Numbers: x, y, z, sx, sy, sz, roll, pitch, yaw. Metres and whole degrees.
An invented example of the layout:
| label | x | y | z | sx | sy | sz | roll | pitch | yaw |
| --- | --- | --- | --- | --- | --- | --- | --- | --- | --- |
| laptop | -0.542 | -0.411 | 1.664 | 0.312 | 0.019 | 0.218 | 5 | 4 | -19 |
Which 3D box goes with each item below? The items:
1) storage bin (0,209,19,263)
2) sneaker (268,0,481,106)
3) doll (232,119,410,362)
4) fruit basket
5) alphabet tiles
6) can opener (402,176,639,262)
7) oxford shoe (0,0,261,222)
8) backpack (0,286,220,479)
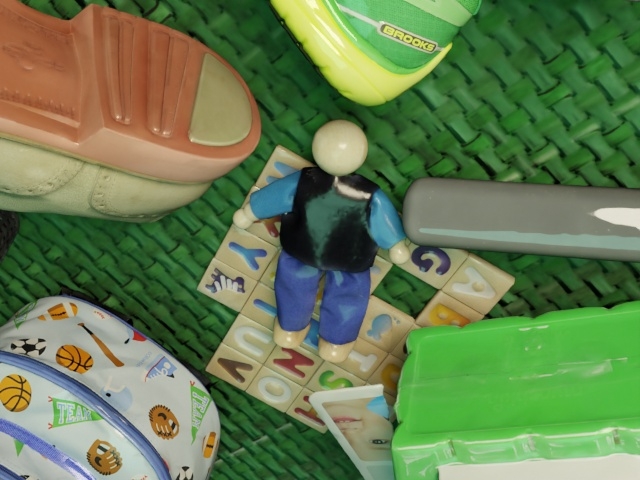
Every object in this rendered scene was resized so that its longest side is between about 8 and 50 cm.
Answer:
| label | x | y | z | sx | sy | sz | roll | pitch | yaw |
| --- | --- | --- | --- | --- | --- | --- | --- | --- | --- |
| storage bin | -0.342 | 0.024 | 0.786 | 0.122 | 0.084 | 0.180 | 34 | 128 | -9 |
| sneaker | -0.014 | -0.218 | 0.519 | 0.124 | 0.109 | 0.295 | -33 | 108 | 1 |
| doll | 0.000 | 0.000 | 0.679 | 0.129 | 0.046 | 0.189 | 17 | 128 | 9 |
| fruit basket | 0.199 | 0.211 | 0.713 | 0.327 | 0.165 | 0.353 | -9 | 125 | 22 |
| alphabet tiles | 0.004 | 0.059 | 0.756 | 0.198 | 0.009 | 0.237 | 29 | 127 | -5 |
| can opener | 0.196 | -0.035 | 0.607 | 0.284 | 0.076 | 0.095 | 4 | 94 | 14 |
| oxford shoe | -0.238 | -0.084 | 0.573 | 0.397 | 0.140 | 0.146 | 18 | 139 | -28 |
| backpack | -0.219 | 0.186 | 0.801 | 0.277 | 0.213 | 0.263 | 28 | 117 | -1 |
